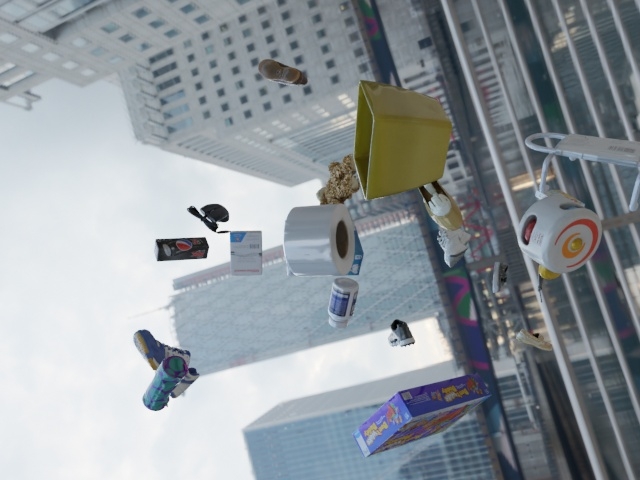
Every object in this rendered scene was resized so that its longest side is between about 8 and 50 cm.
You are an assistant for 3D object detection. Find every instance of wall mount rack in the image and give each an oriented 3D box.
[{"bbox_3d":[0.688,-0.189,1.373,0.304,0.350,0.130,-37,-47,-43],"label":"wall mount rack"}]

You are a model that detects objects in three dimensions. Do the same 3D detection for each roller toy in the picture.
[{"bbox_3d":[0.652,-0.013,1.536,0.191,0.209,0.146,49,-178,-32],"label":"roller toy"}]

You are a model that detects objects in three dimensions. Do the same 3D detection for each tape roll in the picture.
[{"bbox_3d":[0.000,0.000,1.913,0.246,0.169,0.246,-2,-90,-67],"label":"tape roll"}]

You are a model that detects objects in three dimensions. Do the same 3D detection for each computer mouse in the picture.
[{"bbox_3d":[-0.431,-0.099,2.399,0.184,0.060,0.262,39,-166,16],"label":"computer mouse"}]

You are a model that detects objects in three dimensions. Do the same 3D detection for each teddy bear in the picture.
[{"bbox_3d":[0.066,-0.224,2.349,0.338,0.113,0.245,167,101,-70],"label":"teddy bear"}]

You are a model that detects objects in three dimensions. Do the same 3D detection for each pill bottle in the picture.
[{"bbox_3d":[0.078,0.226,2.016,0.094,0.094,0.169,-62,-16,-67],"label":"pill bottle"}]

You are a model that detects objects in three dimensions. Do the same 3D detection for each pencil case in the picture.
[{"bbox_3d":[-0.375,0.348,1.363,0.070,0.151,0.064,20,-146,-26],"label":"pencil case"}]

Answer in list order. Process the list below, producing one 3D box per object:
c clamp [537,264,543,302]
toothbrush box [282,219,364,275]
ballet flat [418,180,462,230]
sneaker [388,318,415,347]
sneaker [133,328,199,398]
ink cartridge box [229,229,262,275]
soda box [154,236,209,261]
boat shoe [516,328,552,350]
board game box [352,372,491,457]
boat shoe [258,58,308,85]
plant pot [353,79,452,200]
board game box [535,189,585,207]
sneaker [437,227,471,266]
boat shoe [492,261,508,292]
[{"bbox_3d":[0.898,0.151,2.294,0.160,0.022,0.137,-49,-50,-49],"label":"c clamp"},{"bbox_3d":[0.004,0.029,2.274,0.216,0.296,0.126,-101,15,-49],"label":"toothbrush box"},{"bbox_3d":[0.309,-0.126,1.556,0.073,0.080,0.232,20,-144,-58],"label":"ballet flat"},{"bbox_3d":[0.310,0.361,2.215,0.234,0.078,0.106,125,129,-79],"label":"sneaker"},{"bbox_3d":[-0.500,0.377,1.839,0.112,0.131,0.296,30,148,46],"label":"sneaker"},{"bbox_3d":[-0.326,0.054,2.483,0.082,0.140,0.190,-115,25,-80],"label":"ink cartridge box"},{"bbox_3d":[-0.455,0.028,1.847,0.053,0.169,0.060,58,141,42],"label":"soda box"},{"bbox_3d":[0.894,0.409,2.329,0.063,0.170,0.059,-141,71,-72],"label":"boat shoe"},{"bbox_3d":[0.292,0.492,1.602,0.347,0.233,0.078,0,-131,-39],"label":"board game box"},{"bbox_3d":[-0.137,-0.603,2.048,0.073,0.207,0.073,6,-70,-55],"label":"boat shoe"},{"bbox_3d":[0.189,-0.238,1.312,0.212,0.187,0.212,-99,8,-52],"label":"plant pot"},{"bbox_3d":[0.893,-0.152,2.104,0.154,0.104,0.026,-119,31,-61],"label":"board game box"},{"bbox_3d":[0.533,0.015,2.317,0.129,0.111,0.297,38,-155,2],"label":"sneaker"},{"bbox_3d":[0.540,0.108,1.691,0.142,0.040,0.049,-59,-31,-53],"label":"boat shoe"}]
